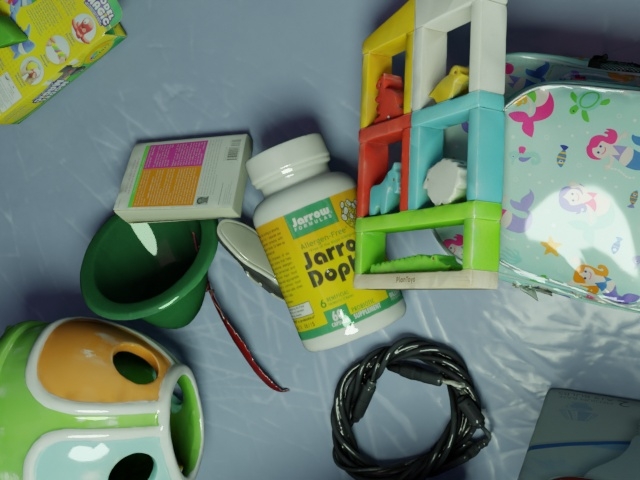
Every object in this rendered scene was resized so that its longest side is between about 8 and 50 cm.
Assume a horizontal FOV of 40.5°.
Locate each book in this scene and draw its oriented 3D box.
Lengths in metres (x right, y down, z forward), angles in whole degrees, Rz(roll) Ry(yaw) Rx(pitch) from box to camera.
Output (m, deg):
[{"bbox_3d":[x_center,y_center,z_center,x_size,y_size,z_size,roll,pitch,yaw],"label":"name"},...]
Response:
[{"bbox_3d":[-0.152,-0.071,0.974,0.144,0.035,0.096,-2,63,21],"label":"book"}]

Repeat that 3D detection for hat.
[{"bbox_3d":[-0.160,0.073,1.022,0.173,0.183,0.208,-19,47,10],"label":"hat"}]

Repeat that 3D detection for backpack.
[{"bbox_3d":[0.220,-0.059,0.787,0.254,0.191,0.225,17,104,22],"label":"backpack"}]

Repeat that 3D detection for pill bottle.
[{"bbox_3d":[0.000,0.000,0.904,0.118,0.117,0.208,-22,90,21],"label":"pill bottle"}]

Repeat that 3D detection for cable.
[{"bbox_3d":[0.082,0.192,0.941,0.185,0.047,0.150,-30,87,22],"label":"cable"}]

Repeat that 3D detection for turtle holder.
[{"bbox_3d":[-0.253,0.243,0.968,0.228,0.243,0.320,-4,93,8],"label":"turtle holder"}]

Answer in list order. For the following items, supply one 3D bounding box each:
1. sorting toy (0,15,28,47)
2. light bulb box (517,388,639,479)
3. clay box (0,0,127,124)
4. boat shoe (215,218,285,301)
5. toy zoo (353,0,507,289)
[{"bbox_3d":[-0.478,-0.301,1.008,0.196,0.047,0.347,-41,91,22],"label":"sorting toy"},{"bbox_3d":[0.328,0.303,0.699,0.358,0.361,0.225,6,100,19],"label":"light bulb box"},{"bbox_3d":[-0.325,-0.248,1.020,0.222,0.053,0.127,-31,86,21],"label":"clay box"},{"bbox_3d":[-0.068,0.025,0.956,0.125,0.046,0.038,35,138,-16],"label":"boat shoe"},{"bbox_3d":[0.093,-0.102,0.776,0.192,0.030,0.293,-8,78,62],"label":"toy zoo"}]
